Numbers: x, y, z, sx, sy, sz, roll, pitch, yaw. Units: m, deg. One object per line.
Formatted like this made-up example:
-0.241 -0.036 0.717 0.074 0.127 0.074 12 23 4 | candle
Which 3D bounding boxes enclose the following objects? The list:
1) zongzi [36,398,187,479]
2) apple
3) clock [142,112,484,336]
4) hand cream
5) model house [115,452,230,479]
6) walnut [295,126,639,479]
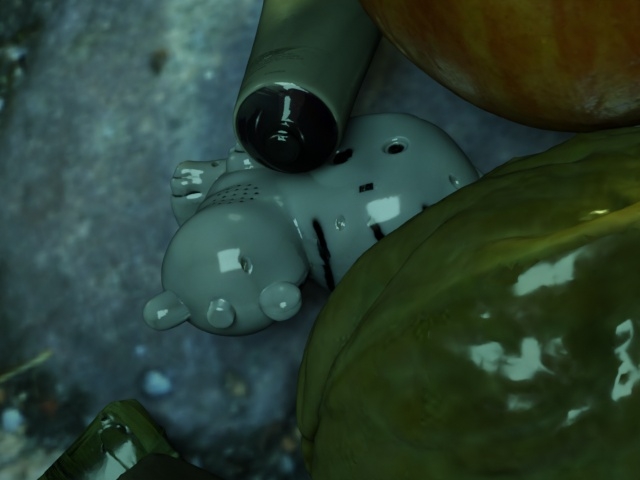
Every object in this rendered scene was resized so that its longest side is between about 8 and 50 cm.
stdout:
-0.102 0.157 1.043 0.113 0.052 0.104 45 99 6 | zongzi
0.128 -0.197 0.941 0.286 0.233 0.286 -13 47 15 | apple
0.000 0.001 1.005 0.176 0.080 0.117 -8 36 13 | clock
-0.004 -0.097 1.028 0.087 0.054 0.186 -4 33 15 | hand cream
-0.064 0.238 0.911 0.219 0.199 0.229 37 89 0 | model house
0.124 0.068 0.899 0.283 0.283 0.227 -21 50 10 | walnut
